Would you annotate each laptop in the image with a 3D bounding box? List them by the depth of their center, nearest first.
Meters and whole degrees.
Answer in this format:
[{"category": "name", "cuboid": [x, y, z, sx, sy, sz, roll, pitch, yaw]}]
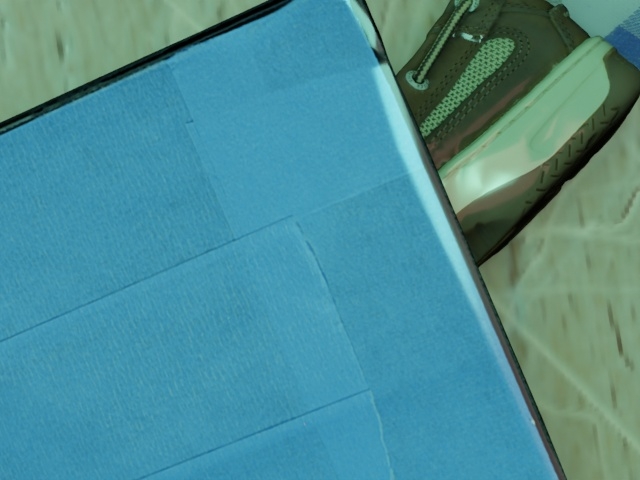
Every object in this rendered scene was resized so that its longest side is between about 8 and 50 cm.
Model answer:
[{"category": "laptop", "cuboid": [-0.098, 0.190, 0.440, 0.382, 0.408, 0.236, -23, 125, 12]}]

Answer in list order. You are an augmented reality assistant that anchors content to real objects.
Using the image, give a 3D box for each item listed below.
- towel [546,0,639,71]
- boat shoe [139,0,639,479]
[{"category": "towel", "cuboid": [0.075, -0.158, 0.554, 0.285, 0.209, 0.034, 31, 58, -9]}, {"category": "boat shoe", "cuboid": [0.000, 0.002, 0.598, 0.095, 0.095, 0.257, 44, 75, 8]}]
